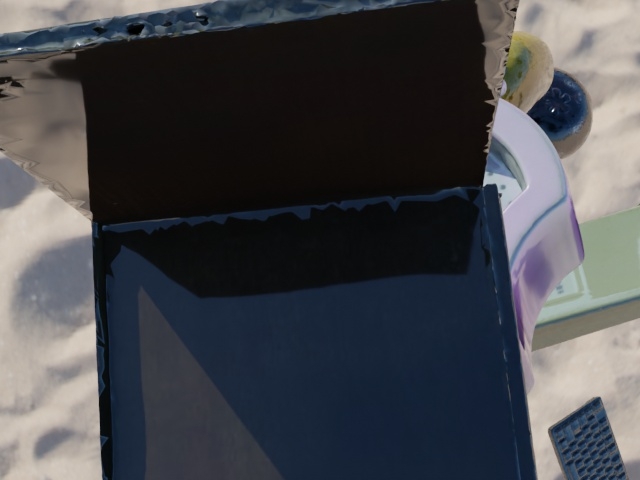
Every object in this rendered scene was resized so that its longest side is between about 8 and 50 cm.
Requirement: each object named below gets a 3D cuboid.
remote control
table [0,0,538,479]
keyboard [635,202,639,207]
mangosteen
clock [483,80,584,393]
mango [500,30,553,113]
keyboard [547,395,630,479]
[{"bbox_3d":[0.254,0.026,0.982,0.285,0.038,0.123,-19,34,13],"label":"remote control"},{"bbox_3d":[-0.006,0.077,0.423,0.196,0.282,0.251,-5,77,5],"label":"table"},{"bbox_3d":[0.413,-0.043,1.267,0.103,0.381,0.041,9,65,-3],"label":"keyboard"},{"bbox_3d":[0.342,-0.193,1.757,0.152,0.152,0.152,2,57,-3],"label":"mangosteen"},{"bbox_3d":[0.009,0.014,0.813,0.338,0.102,0.339,-10,60,17],"label":"clock"},{"bbox_3d":[0.199,-0.168,1.194,0.076,0.103,0.161,29,25,23],"label":"mango"},{"bbox_3d":[0.393,0.363,1.553,0.101,0.018,0.310,-28,107,-23],"label":"keyboard"}]
